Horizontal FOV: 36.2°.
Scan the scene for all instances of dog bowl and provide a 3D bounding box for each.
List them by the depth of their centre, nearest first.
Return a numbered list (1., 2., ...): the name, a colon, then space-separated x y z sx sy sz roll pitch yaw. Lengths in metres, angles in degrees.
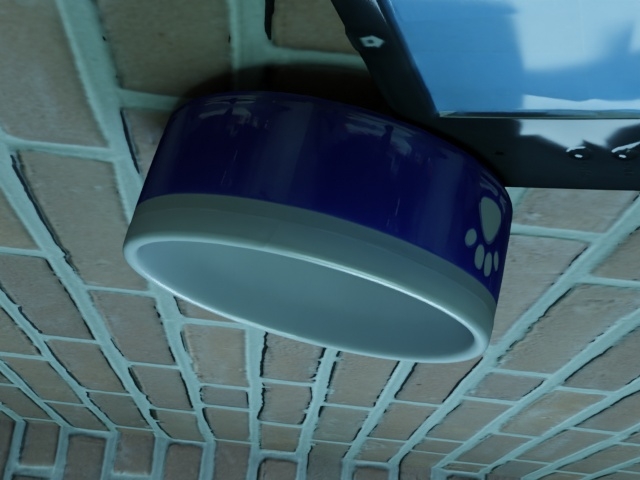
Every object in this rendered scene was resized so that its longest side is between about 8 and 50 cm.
1. dog bowl: 0.000 0.000 0.704 0.265 0.104 0.265 14 164 4

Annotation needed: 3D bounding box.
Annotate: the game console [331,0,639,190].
1. game console: 0.173 -0.113 0.476 0.342 0.060 0.386 -2 158 20
